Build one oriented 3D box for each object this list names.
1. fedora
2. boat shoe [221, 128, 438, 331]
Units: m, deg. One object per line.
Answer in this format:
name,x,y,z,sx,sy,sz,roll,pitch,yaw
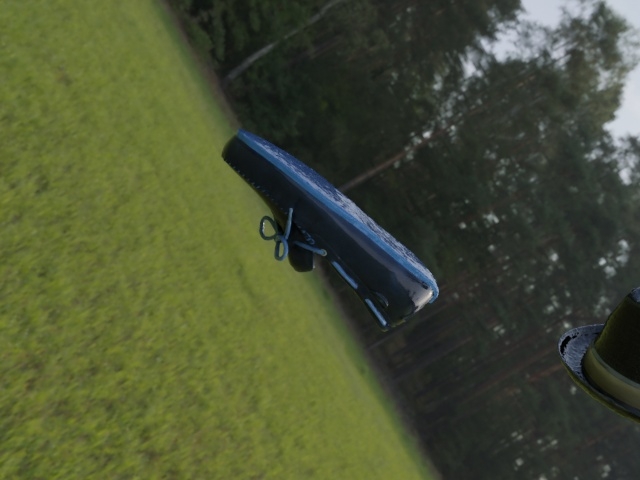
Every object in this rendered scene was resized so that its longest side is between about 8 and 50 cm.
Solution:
fedora,0.500,0.135,1.083,0.334,0.333,0.153,-123,-140,-63
boat shoe,0.000,0.000,0.774,0.258,0.089,0.109,40,12,-8
